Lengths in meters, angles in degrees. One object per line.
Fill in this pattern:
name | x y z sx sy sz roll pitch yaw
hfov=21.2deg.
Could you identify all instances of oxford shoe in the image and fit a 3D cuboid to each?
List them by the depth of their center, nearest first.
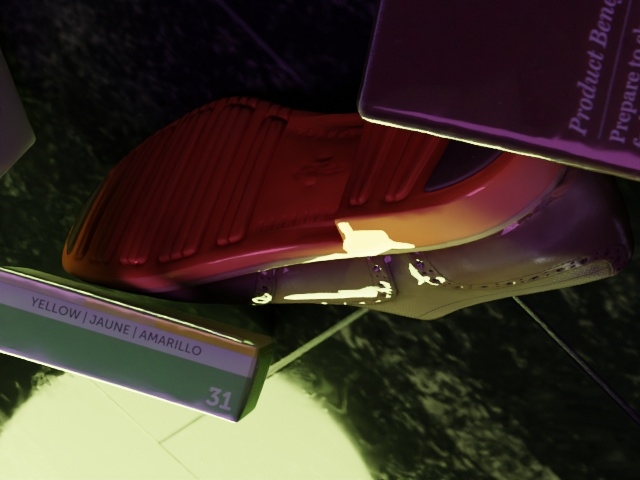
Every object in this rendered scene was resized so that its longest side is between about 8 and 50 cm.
oxford shoe | 0.000 0.000 0.947 0.364 0.130 0.133 -4 143 43

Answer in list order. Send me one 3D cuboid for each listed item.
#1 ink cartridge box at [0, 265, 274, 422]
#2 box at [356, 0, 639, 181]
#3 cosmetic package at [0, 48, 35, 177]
ink cartridge box | -0.120 0.057 0.989 0.171 0.235 0.056 16 89 3
box | 0.225 -0.098 0.674 0.381 0.143 0.191 15 99 17
cosmetic package | -0.329 -0.172 0.964 0.197 0.155 0.365 3 129 30
